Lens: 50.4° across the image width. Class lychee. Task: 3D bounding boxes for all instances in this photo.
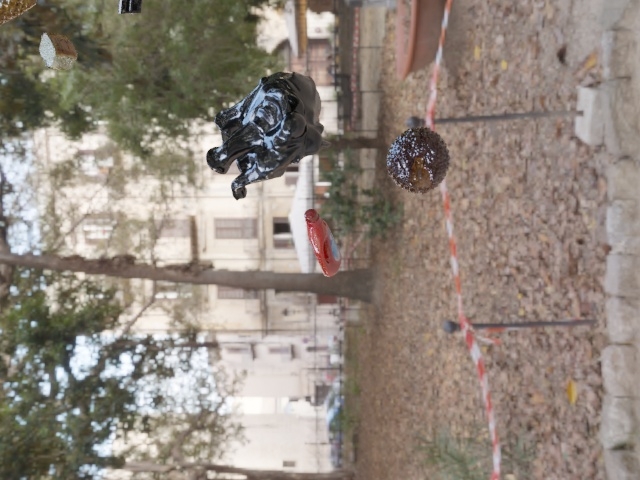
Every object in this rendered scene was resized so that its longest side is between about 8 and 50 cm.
[{"bbox_3d":[0.272,-0.225,1.893,0.188,0.188,0.188,0,-90,-88],"label":"lychee"}]

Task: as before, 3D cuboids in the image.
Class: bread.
[{"bbox_3d":[-0.690,-0.500,1.789,0.083,0.070,0.077,55,131,12],"label":"bread"},{"bbox_3d":[-0.773,-0.568,1.674,0.044,0.157,0.052,60,173,-17],"label":"bread"}]

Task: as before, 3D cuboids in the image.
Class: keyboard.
[{"bbox_3d":[-0.445,-0.633,1.613,0.010,0.064,0.198,42,132,29],"label":"keyboard"}]

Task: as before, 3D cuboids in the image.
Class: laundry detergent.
[{"bbox_3d":[0.000,0.000,1.466,0.165,0.049,0.097,65,-161,-45],"label":"laundry detergent"}]

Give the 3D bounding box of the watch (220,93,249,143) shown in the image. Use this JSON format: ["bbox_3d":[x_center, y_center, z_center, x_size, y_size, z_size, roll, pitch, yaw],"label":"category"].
[{"bbox_3d":[-0.158,-0.288,1.781,0.193,0.206,0.068,-64,-24,-4],"label":"watch"}]

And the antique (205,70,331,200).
[{"bbox_3d":[-0.110,-0.260,1.551,0.185,0.255,0.322,45,-144,-37],"label":"antique"}]
